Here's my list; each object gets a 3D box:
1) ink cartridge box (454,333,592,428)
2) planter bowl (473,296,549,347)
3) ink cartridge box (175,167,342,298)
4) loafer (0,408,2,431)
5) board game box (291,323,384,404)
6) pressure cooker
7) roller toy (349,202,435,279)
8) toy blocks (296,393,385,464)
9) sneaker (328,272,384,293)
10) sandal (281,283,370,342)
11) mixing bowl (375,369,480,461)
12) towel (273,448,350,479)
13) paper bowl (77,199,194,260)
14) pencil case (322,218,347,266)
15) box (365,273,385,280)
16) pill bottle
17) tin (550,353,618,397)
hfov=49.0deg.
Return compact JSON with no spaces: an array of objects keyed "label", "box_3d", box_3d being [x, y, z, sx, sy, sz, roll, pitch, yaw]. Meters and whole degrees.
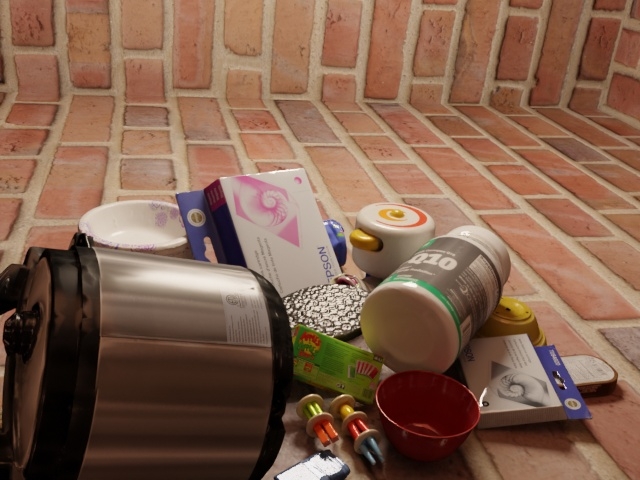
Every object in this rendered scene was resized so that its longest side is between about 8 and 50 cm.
[{"label":"ink cartridge box","box_3d":[0.392,0.270,1.390,0.224,0.045,0.223,-5,31,-2]},{"label":"planter bowl","box_3d":[0.412,0.187,1.570,0.217,0.090,0.217,5,25,-2]},{"label":"ink cartridge box","box_3d":[-0.134,0.001,1.637,0.330,0.071,0.324,-12,75,-33]},{"label":"loafer","box_3d":[-0.549,0.330,1.070,0.268,0.102,0.092,-5,38,-27]},{"label":"board game box","box_3d":[0.022,0.235,1.319,0.181,0.043,0.092,23,67,-13]},{"label":"pressure cooker","box_3d":[-0.293,0.188,1.021,0.420,0.375,0.370,9,9,-29]},{"label":"roller toy","box_3d":[0.173,-0.006,1.683,0.209,0.146,0.191,6,24,1]},{"label":"toy blocks","box_3d":[0.039,0.332,1.216,0.123,0.054,0.148,7,22,-30]},{"label":"sneaker","box_3d":[0.078,0.126,1.598,0.103,0.111,0.252,21,29,28]},{"label":"sandal","box_3d":[-0.080,0.214,1.411,0.446,0.107,0.167,-24,45,-24]},{"label":"mixing bowl","box_3d":[0.182,0.321,1.233,0.181,0.098,0.181,4,25,-2]},{"label":"towel","box_3d":[-0.014,0.385,1.140,0.119,0.029,0.067,-15,31,-38]},{"label":"paper bowl","box_3d":[-0.427,0.019,1.674,0.284,0.148,0.284,4,26,-2]},{"label":"pencil case","box_3d":[-0.081,0.010,1.783,0.306,0.133,0.119,-3,27,-19]},{"label":"box","box_3d":[0.202,0.092,1.741,0.126,0.072,0.137,-12,30,-33]},{"label":"pill bottle","box_3d":[0.251,0.110,1.445,0.204,0.204,0.361,19,31,26]},{"label":"tin","box_3d":[0.527,0.281,1.462,0.190,0.040,0.106,-3,23,-16]}]
